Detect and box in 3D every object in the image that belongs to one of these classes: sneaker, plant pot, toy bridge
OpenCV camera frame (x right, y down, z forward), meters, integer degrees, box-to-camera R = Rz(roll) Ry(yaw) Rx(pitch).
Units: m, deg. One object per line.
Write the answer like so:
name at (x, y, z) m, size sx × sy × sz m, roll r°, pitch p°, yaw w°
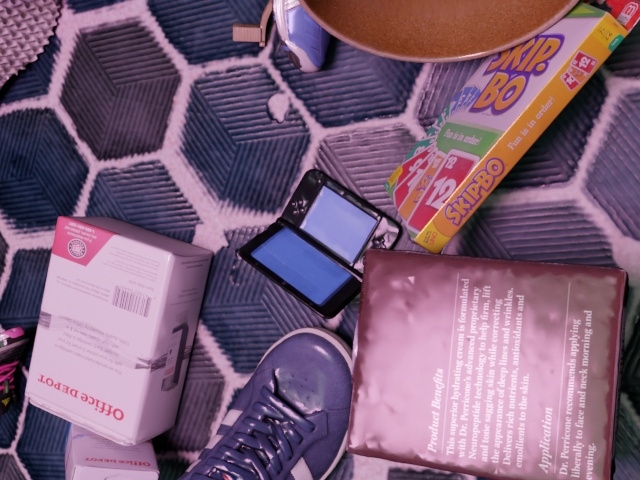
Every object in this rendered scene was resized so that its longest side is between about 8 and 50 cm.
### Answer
sneaker at (-0.443, -0.239, 0.920) m, size 0.293 × 0.102 × 0.146 m, roll -46°, pitch 75°, yaw 18°
plant pot at (0.097, -0.323, 0.625) m, size 0.237 × 0.237 × 0.254 m, roll -7°, pitch 65°, yaw 23°
sneaker at (-0.405, 0.177, 0.949) m, size 0.075 × 0.063 × 0.170 m, roll 49°, pitch 114°, yaw 13°
sneaker at (-0.082, 0.246, 0.770) m, size 0.131 × 0.148 × 0.350 m, roll 33°, pitch 104°, yaw 18°
toy bridge at (-0.058, -0.292, 0.769) m, size 0.063 × 0.026 × 0.188 m, roll 0°, pitch 116°, yaw -6°
sneaker at (0.008, -0.270, 0.741) m, size 0.081 × 0.080 × 0.211 m, roll 11°, pitch 98°, yaw 22°

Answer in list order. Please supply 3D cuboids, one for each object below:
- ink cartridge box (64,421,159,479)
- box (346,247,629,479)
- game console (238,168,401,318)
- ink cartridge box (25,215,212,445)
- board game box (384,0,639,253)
ink cartridge box at (-0.231, 0.241, 0.832) m, size 0.088 × 0.122 × 0.052 m, roll 12°, pitch 99°, yaw -22°
box at (0.148, 0.103, 0.643) m, size 0.203 × 0.167 × 0.168 m, roll 5°, pitch 85°, yaw 23°
game console at (0.000, 0.000, 0.764) m, size 0.122 × 0.071 × 0.107 m, roll 35°, pitch 106°, yaw 17°
ink cartridge box at (-0.227, 0.096, 0.853) m, size 0.158 × 0.092 × 0.218 m, roll 17°, pitch 98°, yaw 21°
board game box at (0.159, -0.117, 0.669) m, size 0.039 × 0.124 × 0.259 m, roll 34°, pitch 107°, yaw -23°
